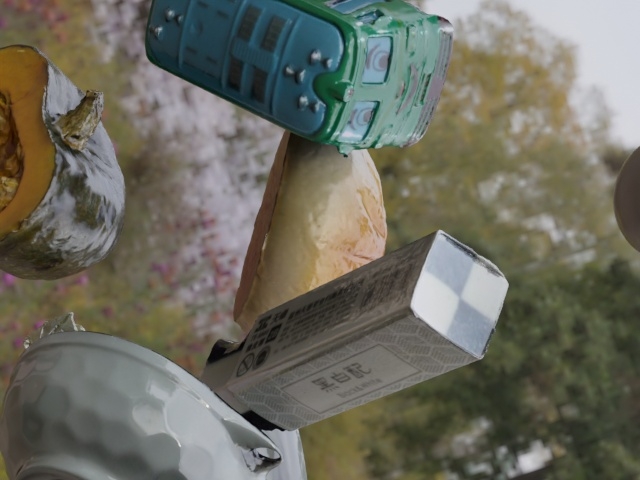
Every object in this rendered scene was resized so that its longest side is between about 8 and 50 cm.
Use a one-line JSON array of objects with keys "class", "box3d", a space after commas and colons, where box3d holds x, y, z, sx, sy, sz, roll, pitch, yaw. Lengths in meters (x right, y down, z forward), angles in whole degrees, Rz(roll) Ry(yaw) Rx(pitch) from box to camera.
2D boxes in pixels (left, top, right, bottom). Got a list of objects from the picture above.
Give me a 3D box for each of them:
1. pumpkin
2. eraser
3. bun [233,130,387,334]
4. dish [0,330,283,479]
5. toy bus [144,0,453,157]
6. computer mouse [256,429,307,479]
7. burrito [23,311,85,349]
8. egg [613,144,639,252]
[{"class": "pumpkin", "box3d": [-0.336, -0.087, 2.038, 0.232, 0.242, 0.325, 38, 27, -46]}, {"class": "eraser", "box3d": [0.016, 0.106, 1.581, 0.404, 0.096, 0.098, -29, -148, 53]}, {"class": "bun", "box3d": [0.000, 0.000, 2.022, 0.299, 0.164, 0.299, -163, -90, -84]}, {"class": "dish", "box3d": [-0.195, 0.225, 1.517, 0.120, 0.303, 0.303, -57, 147, -42]}, {"class": "toy bus", "box3d": [-0.040, -0.236, 1.902, 0.343, 0.199, 0.184, 27, -67, 29]}, {"class": "computer mouse", "box3d": [-0.088, 0.366, 2.279, 0.095, 0.197, 0.331, -30, -121, 43]}, {"class": "burrito", "box3d": [-0.263, 0.213, 1.978, 0.275, 0.082, 0.059, 52, -22, 14]}, {"class": "egg", "box3d": [0.486, -0.061, 2.170, 0.232, 0.176, 0.176, 89, -17, -67]}]
